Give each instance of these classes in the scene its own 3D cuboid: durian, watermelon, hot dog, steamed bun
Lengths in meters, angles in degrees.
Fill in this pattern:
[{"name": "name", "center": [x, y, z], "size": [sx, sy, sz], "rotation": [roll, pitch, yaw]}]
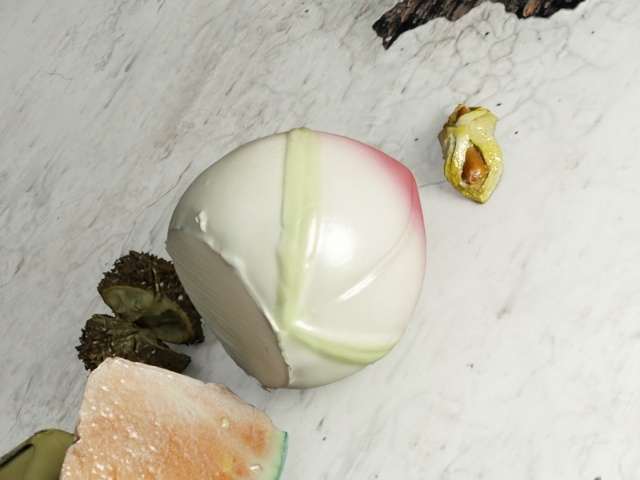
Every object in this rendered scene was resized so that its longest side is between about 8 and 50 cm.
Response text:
[{"name": "durian", "center": [-0.238, 0.105, 1.831], "size": [0.196, 0.167, 0.196], "rotation": [-39, 21, 18]}, {"name": "watermelon", "center": [-0.153, 0.275, 1.537], "size": [0.222, 0.319, 0.292], "rotation": [4, 53, 2]}, {"name": "hot dog", "center": [0.178, -0.120, 1.715], "size": [0.078, 0.061, 0.169], "rotation": [-29, 41, 19]}, {"name": "steamed bun", "center": [0.000, 0.000, 1.606], "size": [0.309, 0.309, 0.309], "rotation": [-25, 42, 25]}]

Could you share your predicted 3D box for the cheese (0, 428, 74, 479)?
[{"name": "cheese", "center": [-0.366, 0.391, 1.720], "size": [0.259, 0.128, 0.316], "rotation": [-43, 30, 17]}]
